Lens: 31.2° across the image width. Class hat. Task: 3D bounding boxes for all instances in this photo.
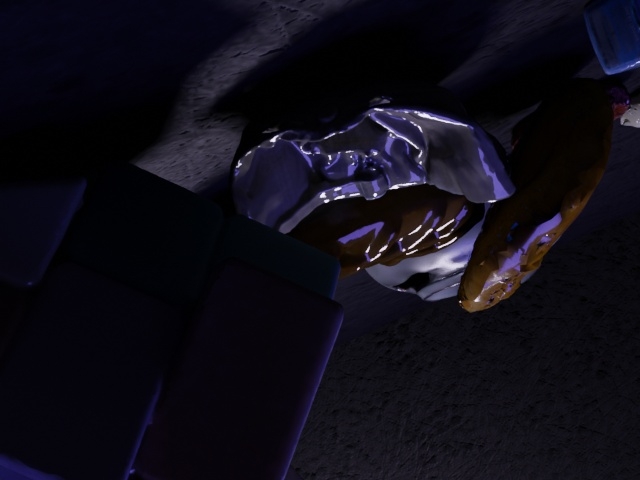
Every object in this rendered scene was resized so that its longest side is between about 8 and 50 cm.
[{"bbox_3d":[0.032,-0.088,0.903,0.214,0.149,0.244,-13,-149,9],"label":"hat"}]

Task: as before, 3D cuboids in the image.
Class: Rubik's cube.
[{"bbox_3d":[-0.181,0.126,0.785,0.368,0.358,0.387,-62,-169,10],"label":"Rubik's cube"}]

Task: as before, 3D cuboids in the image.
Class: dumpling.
[{"bbox_3d":[0.420,-0.174,1.474,0.059,0.043,0.077,-38,161,-25],"label":"dumpling"}]

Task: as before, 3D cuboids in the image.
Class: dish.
[{"bbox_3d":[0.218,0.017,1.641,0.324,0.124,0.324,-17,170,-3],"label":"dish"}]

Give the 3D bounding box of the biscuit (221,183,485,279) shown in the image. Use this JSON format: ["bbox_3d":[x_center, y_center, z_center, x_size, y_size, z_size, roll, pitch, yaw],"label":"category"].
[{"bbox_3d":[-0.012,0.003,1.149,0.366,0.115,0.268,-27,170,10],"label":"biscuit"}]

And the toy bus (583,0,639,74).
[{"bbox_3d":[0.338,-0.208,1.003,0.237,0.079,0.094,-18,-175,-33],"label":"toy bus"}]

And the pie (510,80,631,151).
[{"bbox_3d":[0.295,-0.141,1.356,0.154,0.036,0.154,-23,170,-4],"label":"pie"}]

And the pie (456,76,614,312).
[{"bbox_3d":[0.217,-0.046,1.181,0.273,0.069,0.273,-59,-177,4],"label":"pie"}]
